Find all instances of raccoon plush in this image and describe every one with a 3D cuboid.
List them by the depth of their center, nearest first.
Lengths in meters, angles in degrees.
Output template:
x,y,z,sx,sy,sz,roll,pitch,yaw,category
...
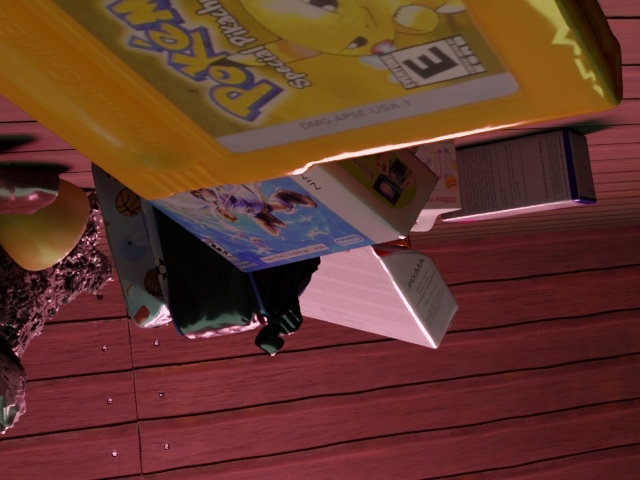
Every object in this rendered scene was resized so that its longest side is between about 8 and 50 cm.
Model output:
x,y,z,sx,sy,sz,roll,pitch,yaw,category
-0.399,0.105,1.452,0.299,0.446,0.216,-12,137,-29,raccoon plush

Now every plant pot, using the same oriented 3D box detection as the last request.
x,y,z,sx,sy,sz,roll,pitch,yaw,category
-0.394,-0.040,1.342,0.134,0.134,0.095,-9,148,29,plant pot

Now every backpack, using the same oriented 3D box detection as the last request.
x,y,z,sx,sy,sz,roll,pitch,yaw,category
-0.106,-0.024,1.079,0.213,0.276,0.263,-9,-178,20,backpack

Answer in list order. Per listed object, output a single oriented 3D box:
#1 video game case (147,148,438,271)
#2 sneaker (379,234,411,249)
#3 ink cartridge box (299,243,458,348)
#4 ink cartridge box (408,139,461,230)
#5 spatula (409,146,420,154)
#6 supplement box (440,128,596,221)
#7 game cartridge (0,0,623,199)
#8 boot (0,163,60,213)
x,y,z,sx,sy,sz,roll,pitch,yaw,category
-0.082,-0.077,0.768,0.244,0.061,0.269,39,156,-19,video game case
0.098,-0.039,1.562,0.124,0.180,0.321,-7,175,12,sneaker
0.000,0.000,1.469,0.308,0.091,0.385,12,150,35,ink cartridge box
0.112,-0.084,1.262,0.092,0.143,0.090,-3,175,-35,ink cartridge box
0.118,-0.119,0.882,0.296,0.030,0.084,-34,-165,0,spatula
0.302,-0.096,1.563,0.220,0.114,0.111,-10,175,28,supplement box
-0.049,-0.121,0.497,0.324,0.052,0.285,-11,148,30,game cartridge
-0.449,-0.044,1.197,0.207,0.090,0.248,10,160,-36,boot
